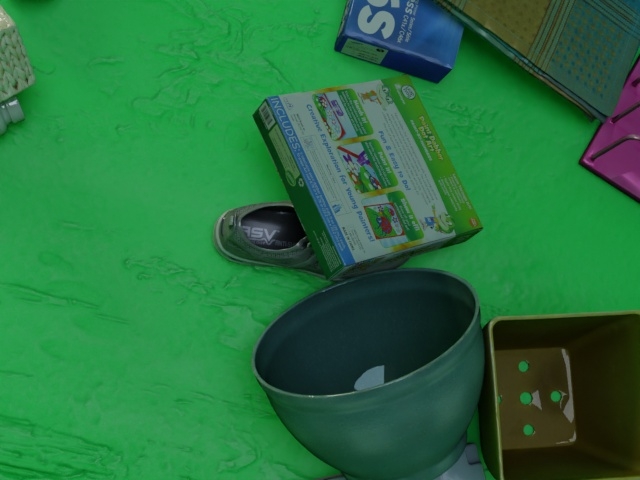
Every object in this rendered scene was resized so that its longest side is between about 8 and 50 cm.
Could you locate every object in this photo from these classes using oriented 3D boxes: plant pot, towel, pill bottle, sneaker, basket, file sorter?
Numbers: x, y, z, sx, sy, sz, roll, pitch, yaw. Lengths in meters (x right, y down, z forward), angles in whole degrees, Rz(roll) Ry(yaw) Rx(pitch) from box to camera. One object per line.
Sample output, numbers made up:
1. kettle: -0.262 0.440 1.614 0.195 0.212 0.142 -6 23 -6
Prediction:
1. plant pot: 0.304 0.208 1.478 0.212 0.187 0.212 -2 83 -9
2. towel: 0.315 -0.374 1.590 0.370 0.040 0.271 32 73 -16
3. pill bottle: -0.454 -0.161 1.465 0.120 0.067 0.067 -22 86 -12
4. sneaker: 0.000 0.000 1.493 0.281 0.115 0.105 -1 82 -10
5. plant pot: 0.080 0.191 1.417 0.293 0.293 0.196 -23 113 -12
6. basket: -0.449 -0.256 1.426 0.103 0.113 0.167 -29 53 -18
7. file sorter: 0.548 -0.192 1.578 0.202 0.182 0.290 32 78 -3

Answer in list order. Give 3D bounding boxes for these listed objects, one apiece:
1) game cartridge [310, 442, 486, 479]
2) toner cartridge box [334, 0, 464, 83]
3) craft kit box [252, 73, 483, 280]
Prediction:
1. game cartridge: 0.088 0.398 1.485 0.297 0.062 0.198 -11 88 -11
2. toner cartridge box: 0.145 -0.417 1.597 0.165 0.075 0.347 16 80 -9
3. craft kit box: 0.065 -0.091 1.482 0.247 0.061 0.250 -15 73 -33
